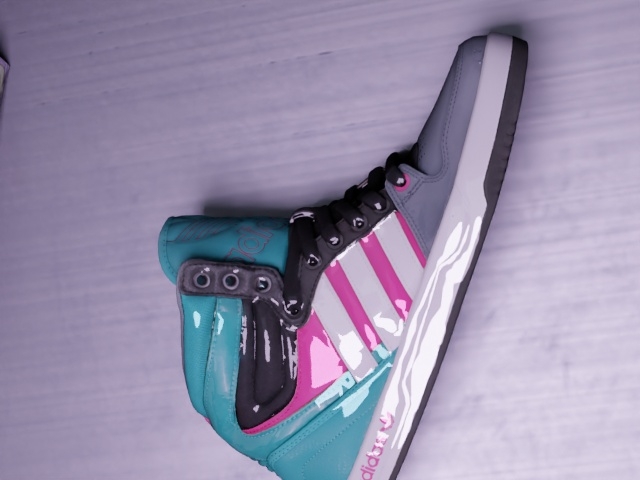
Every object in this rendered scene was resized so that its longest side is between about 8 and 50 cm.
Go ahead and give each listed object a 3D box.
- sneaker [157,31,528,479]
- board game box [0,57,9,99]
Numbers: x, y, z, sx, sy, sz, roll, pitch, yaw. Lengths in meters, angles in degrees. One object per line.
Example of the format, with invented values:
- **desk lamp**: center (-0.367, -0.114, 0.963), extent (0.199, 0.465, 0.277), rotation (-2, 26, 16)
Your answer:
- **sneaker**: center (0.000, 0.000, 0.808), extent (0.178, 0.124, 0.296), rotation (20, 96, 4)
- **board game box**: center (-0.392, -0.042, 0.908), extent (0.346, 0.056, 0.208), rotation (6, 73, 11)
